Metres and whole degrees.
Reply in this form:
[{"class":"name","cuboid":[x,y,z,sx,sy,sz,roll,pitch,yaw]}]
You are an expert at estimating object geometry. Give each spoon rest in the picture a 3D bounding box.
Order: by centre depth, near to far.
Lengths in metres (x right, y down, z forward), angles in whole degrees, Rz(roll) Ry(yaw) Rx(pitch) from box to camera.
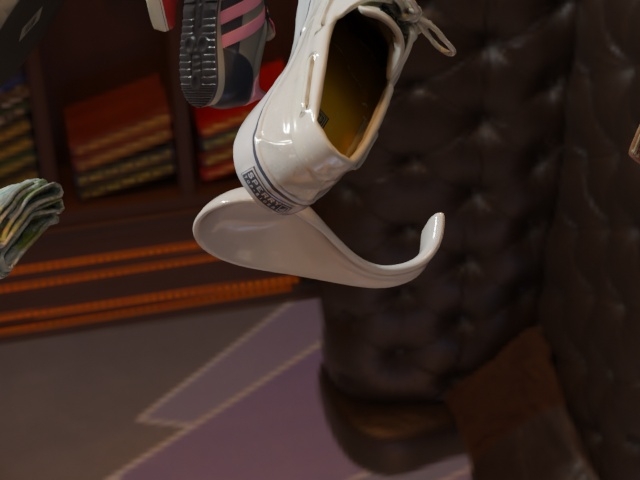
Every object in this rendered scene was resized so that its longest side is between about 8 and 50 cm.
[{"class":"spoon rest","cuboid":[0.000,0.000,1.352,0.137,0.276,0.084,115,156,-56]}]

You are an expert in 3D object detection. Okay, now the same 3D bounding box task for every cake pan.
[{"class":"cake pan","cuboid":[-0.412,-0.307,1.682,0.293,0.054,0.293,-56,4,7]}]

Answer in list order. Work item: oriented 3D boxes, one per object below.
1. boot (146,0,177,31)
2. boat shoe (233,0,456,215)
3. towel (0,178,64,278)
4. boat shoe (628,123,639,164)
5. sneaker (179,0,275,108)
[{"class":"boot","cuboid":[-0.189,-0.447,1.945,0.088,0.176,0.244,155,114,-84]},{"class":"boat shoe","cuboid":[0.045,-0.187,1.174,0.156,0.136,0.367,-26,26,42]},{"class":"towel","cuboid":[-0.564,0.022,1.746,0.320,0.374,0.090,-79,-31,-74]},{"class":"boat shoe","cuboid":[0.406,-0.189,1.362,0.116,0.123,0.324,30,134,26]},{"class":"sneaker","cuboid":[-0.123,-0.351,1.834,0.112,0.131,0.319,20,105,44]}]
